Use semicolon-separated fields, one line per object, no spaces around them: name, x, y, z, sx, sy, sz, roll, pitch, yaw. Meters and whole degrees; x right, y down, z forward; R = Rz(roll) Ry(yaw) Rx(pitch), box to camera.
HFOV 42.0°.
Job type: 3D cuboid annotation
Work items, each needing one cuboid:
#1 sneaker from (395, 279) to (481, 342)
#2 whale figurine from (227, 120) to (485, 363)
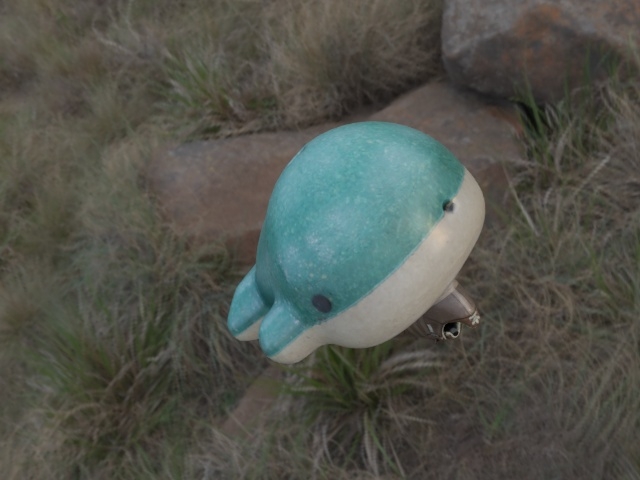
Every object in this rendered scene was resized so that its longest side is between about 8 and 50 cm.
sneaker;0.142;0.108;1.082;0.066;0.188;0.071;-39;85;-23
whale figurine;0.000;0.000;0.672;0.272;0.141;0.216;-24;24;52
